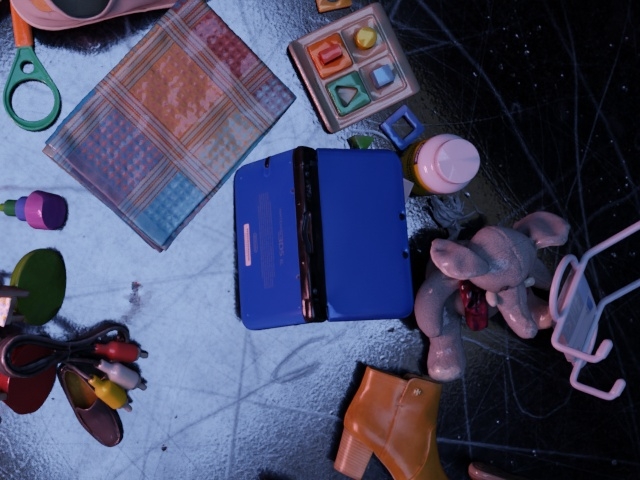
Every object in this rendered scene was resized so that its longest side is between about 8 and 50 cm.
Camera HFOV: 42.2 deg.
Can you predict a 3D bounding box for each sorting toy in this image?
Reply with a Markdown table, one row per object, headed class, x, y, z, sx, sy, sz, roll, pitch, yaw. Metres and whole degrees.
| class | x | y | z | sx | sy | sz | roll | pitch | yaw |
| --- | --- | --- | --- | --- | --- | --- | --- | --- | --- |
| sorting toy | -0.510 | 0.096 | 1.367 | 0.126 | 0.127 | 0.365 | 4 | 87 | 18 |
| sorting toy | 0.065 | -0.314 | 1.486 | 0.196 | 0.047 | 0.347 | -27 | 96 | -10 |

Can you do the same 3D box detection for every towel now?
| class | x | y | z | sx | sy | sz | roll | pitch | yaw |
| --- | --- | --- | --- | --- | --- | --- | --- | --- | --- |
| towel | -0.246 | -0.199 | 1.401 | 0.271 | 0.040 | 0.370 | 44 | 82 | -23 |

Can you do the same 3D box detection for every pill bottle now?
| class | x | y | z | sx | sy | sz | roll | pitch | yaw |
| --- | --- | --- | --- | --- | --- | --- | --- | --- | --- |
| pill bottle | 0.208 | -0.132 | 1.447 | 0.103 | 0.184 | 0.103 | 0 | 90 | -12 |

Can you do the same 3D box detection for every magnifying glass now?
| class | x | y | z | sx | sy | sz | roll | pitch | yaw |
| --- | --- | --- | --- | --- | --- | --- | --- | --- | --- |
| magnifying glass | -0.492 | -0.300 | 1.390 | 0.092 | 0.026 | 0.230 | -7 | 94 | -11 |

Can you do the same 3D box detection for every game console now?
| class | x | y | z | sx | sy | sz | roll | pitch | yaw |
| --- | --- | --- | --- | --- | --- | --- | --- | --- | --- |
| game console | 0.000 | 0.000 | 1.415 | 0.173 | 0.250 | 0.293 | 8 | 74 | -47 |

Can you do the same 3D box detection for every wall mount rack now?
| class | x | y | z | sx | sy | sz | roll | pitch | yaw |
| --- | --- | --- | --- | --- | --- | --- | --- | --- | --- |
| wall mount rack | 0.515 | 0.103 | 1.453 | 0.131 | 0.350 | 0.304 | 17 | 71 | 33 |

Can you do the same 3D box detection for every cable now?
| class | x | y | z | sx | sy | sz | roll | pitch | yaw |
| --- | --- | --- | --- | --- | --- | --- | --- | --- | --- |
| cable | -0.379 | 0.181 | 1.321 | 0.072 | 0.287 | 0.139 | 3 | 71 | 28 |

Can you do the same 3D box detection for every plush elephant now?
| class | x | y | z | sx | sy | sz | roll | pitch | yaw |
| --- | --- | --- | --- | --- | --- | --- | --- | --- | --- |
| plush elephant | 0.298 | 0.069 | 1.431 | 0.272 | 0.255 | 0.330 | -19 | 94 | -10 |

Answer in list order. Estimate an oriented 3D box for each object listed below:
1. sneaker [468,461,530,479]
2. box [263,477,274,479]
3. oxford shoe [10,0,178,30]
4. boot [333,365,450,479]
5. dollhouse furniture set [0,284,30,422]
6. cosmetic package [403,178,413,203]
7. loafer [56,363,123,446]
| class | x | y | z | sx | sy | sz | roll | pitch | yaw |
| --- | --- | --- | --- | --- | --- | --- | --- | --- | --- |
| sneaker | 0.334 | 0.463 | 1.518 | 0.188 | 0.066 | 0.071 | 26 | 91 | -31 |
| box | -0.073 | 0.458 | 1.450 | 0.062 | 0.083 | 0.052 | 20 | 88 | -11 |
| oxford shoe | -0.282 | -0.459 | 1.354 | 0.449 | 0.130 | 0.169 | -26 | 103 | -20 |
| boot | 0.185 | 0.359 | 1.488 | 0.295 | 0.104 | 0.211 | 23 | 89 | -6 |
| dollhouse furniture set | -0.598 | 0.151 | 1.246 | 0.242 | 0.161 | 0.212 | 14 | 91 | 22 |
| cosmetic package | 0.084 | -0.001 | 1.470 | 0.060 | 0.099 | 0.239 | 24 | 87 | -13 |
| loafer | -0.391 | 0.280 | 1.395 | 0.062 | 0.061 | 0.170 | -35 | 98 | -10 |
